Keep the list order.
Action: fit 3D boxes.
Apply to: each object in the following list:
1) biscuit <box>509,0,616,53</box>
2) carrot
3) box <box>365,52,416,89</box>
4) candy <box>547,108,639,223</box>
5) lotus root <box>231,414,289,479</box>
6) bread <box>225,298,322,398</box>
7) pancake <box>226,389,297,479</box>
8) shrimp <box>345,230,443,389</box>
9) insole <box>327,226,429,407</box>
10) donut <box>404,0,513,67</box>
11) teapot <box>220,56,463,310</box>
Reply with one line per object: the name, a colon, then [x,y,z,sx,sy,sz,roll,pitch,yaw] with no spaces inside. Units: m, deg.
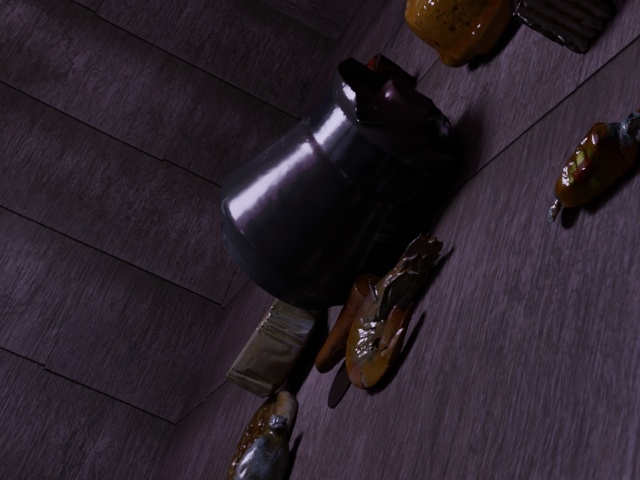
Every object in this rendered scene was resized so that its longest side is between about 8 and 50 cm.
biscuit: [0.293,-0.325,1.061,0.070,0.106,0.252,-59,11,34]
carrot: [0.040,0.144,1.318,0.061,0.061,0.209,-78,13,-53]
box: [0.055,-0.186,1.812,0.264,0.116,0.415,-42,22,46]
candy: [0.259,-0.075,0.786,0.182,0.046,0.053,-56,11,49]
lotus root: [-0.093,0.373,1.397,0.165,0.088,0.088,-64,9,-22]
bread: [-0.080,0.197,1.640,0.209,0.110,0.192,-56,2,17]
pancake: [-0.124,0.407,1.565,0.282,0.049,0.282,-58,10,16]
shrimp: [0.097,0.099,1.162,0.248,0.068,0.150,-66,21,18]
insole: [0.087,0.123,1.296,0.327,0.007,0.111,-62,9,13]
donut: [0.261,-0.448,1.416,0.299,0.150,0.317,-61,10,1]
teapot: [0.053,-0.099,1.364,0.361,0.305,0.376,-49,-13,28]
